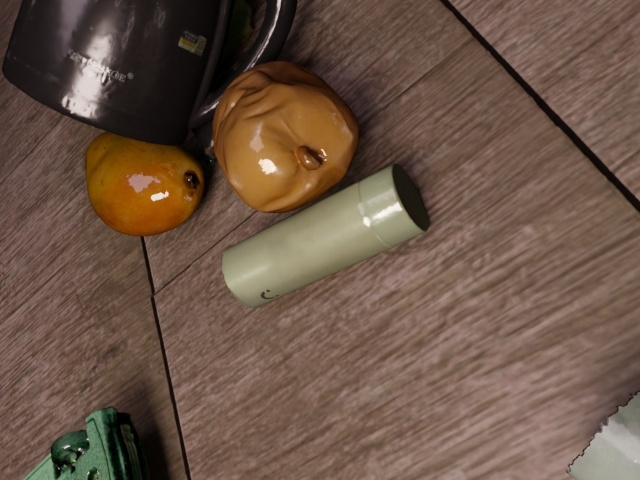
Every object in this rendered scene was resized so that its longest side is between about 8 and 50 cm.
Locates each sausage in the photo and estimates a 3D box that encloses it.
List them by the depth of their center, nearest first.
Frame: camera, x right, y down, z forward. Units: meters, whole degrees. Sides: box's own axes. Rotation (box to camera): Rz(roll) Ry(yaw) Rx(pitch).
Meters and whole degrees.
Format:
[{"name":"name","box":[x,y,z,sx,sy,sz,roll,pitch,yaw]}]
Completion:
[{"name":"sausage","box":[-0.040,-0.109,0.554,0.136,0.120,0.241,-42,29,13]}]

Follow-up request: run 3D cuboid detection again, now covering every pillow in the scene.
[{"name":"pillow","box":[-0.114,-0.177,0.708,0.150,0.048,0.090,-38,51,16]}]

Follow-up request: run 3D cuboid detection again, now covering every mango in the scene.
[{"name":"mango","box":[-0.249,-0.083,0.727,0.253,0.113,0.138,26,88,42]}]

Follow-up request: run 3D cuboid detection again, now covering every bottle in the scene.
[{"name":"bottle","box":[0.000,0.000,0.534,0.202,0.072,0.072,-25,58,26]}]

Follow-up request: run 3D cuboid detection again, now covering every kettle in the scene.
[{"name":"kettle","box":[-0.170,-0.266,0.613,0.290,0.268,0.207,-62,15,15]}]

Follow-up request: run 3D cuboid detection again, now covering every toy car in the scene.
[{"name":"toy car","box":[-0.298,0.325,0.602,0.321,0.097,0.141,-43,51,15]}]

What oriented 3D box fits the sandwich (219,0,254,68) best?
[{"name":"sandwich","box":[-0.218,-0.257,0.816,0.245,0.063,0.212,21,88,41]}]

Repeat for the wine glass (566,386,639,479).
[{"name":"wine glass","box":[0.234,0.167,0.277,0.093,0.093,0.202,-52,49,7]}]
